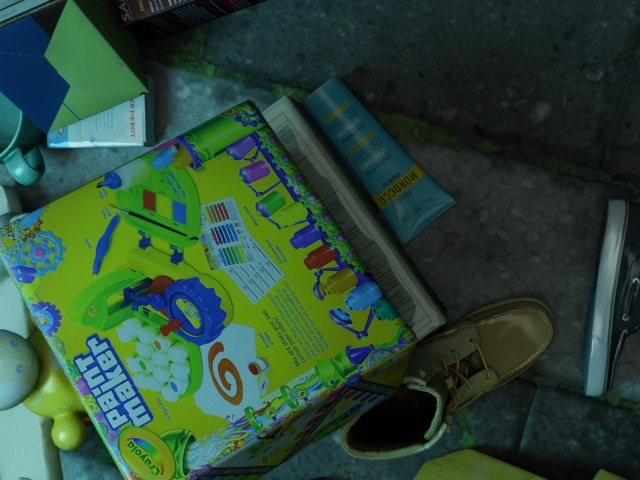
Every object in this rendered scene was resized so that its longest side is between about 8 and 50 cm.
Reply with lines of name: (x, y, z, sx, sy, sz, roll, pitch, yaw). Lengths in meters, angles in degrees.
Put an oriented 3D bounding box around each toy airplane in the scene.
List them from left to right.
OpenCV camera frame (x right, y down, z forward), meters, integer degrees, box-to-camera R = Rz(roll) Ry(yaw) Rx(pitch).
toy airplane: (-0.333, 0.162, 1.212, 0.386, 0.272, 0.384, 28, 85, 22)

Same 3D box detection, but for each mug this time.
mug: (-0.393, -0.142, 1.292, 0.130, 0.097, 0.157, -4, 95, 10)

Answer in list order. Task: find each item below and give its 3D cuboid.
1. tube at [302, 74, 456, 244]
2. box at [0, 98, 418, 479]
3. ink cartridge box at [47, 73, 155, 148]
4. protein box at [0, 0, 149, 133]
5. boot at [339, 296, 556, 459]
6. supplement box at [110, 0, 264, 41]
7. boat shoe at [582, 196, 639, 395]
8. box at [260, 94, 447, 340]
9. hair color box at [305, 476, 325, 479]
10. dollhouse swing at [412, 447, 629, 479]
tube: (0.063, -0.098, 1.268, 0.080, 0.052, 0.207, -39, 94, 16)
box: (-0.109, 0.073, 1.028, 0.279, 0.177, 0.290, -29, 71, -14)
ink cartridge box: (-0.263, -0.155, 1.299, 0.123, 0.052, 0.088, 0, 93, 9)
protein box: (-0.308, -0.266, 1.193, 0.136, 0.200, 0.201, -21, 64, 7)
boot: (0.145, 0.151, 1.187, 0.262, 0.203, 0.095, -25, 90, 8)
supplement box: (-0.113, -0.306, 1.234, 0.240, 0.130, 0.073, -19, 91, 7)
boat shoe: (0.347, 0.067, 1.227, 0.076, 0.080, 0.228, 8, 86, 8)
box: (0.000, 0.000, 1.239, 0.148, 0.121, 0.311, -34, 88, 8)
hair color box: (-0.027, 0.378, 1.298, 0.093, 0.053, 0.167, -9, 90, 6)
dollhouse swing: (0.233, 0.450, 1.183, 0.347, 0.305, 0.315, -49, 119, -29)
